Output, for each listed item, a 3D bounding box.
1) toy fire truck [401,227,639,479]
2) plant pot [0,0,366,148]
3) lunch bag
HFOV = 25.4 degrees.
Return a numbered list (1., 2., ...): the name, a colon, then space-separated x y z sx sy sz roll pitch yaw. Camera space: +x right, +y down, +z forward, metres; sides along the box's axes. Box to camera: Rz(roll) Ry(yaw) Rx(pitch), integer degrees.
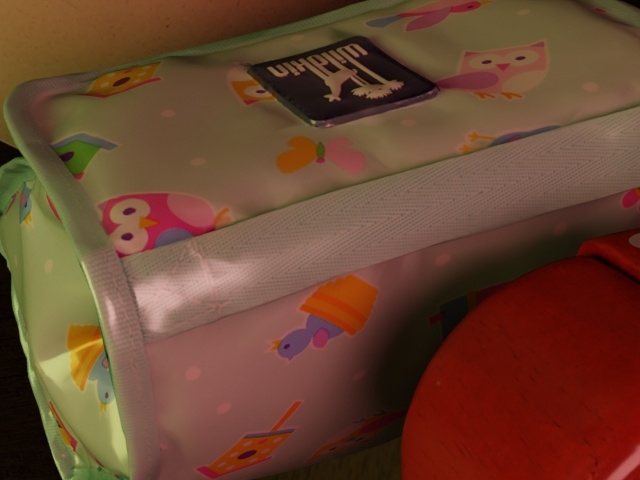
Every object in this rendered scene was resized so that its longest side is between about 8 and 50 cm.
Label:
1. toy fire truck: 0.046 0.111 0.380 0.158 0.246 0.217 -134 38 -63
2. plant pot: -0.074 -0.191 0.669 0.191 0.284 0.284 -52 44 39
3. lunch bag: 0.000 0.000 0.524 0.262 0.223 0.160 146 108 -72
